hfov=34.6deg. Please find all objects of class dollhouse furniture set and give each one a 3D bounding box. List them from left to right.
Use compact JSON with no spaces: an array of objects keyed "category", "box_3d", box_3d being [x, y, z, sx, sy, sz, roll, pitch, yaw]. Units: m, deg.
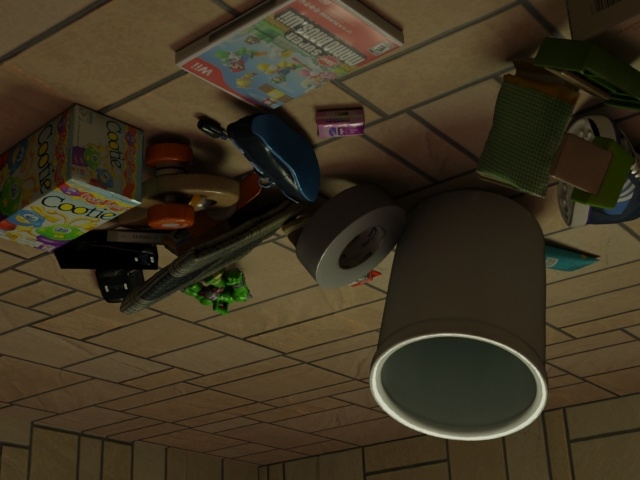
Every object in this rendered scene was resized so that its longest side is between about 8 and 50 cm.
[{"category":"dollhouse furniture set","box_3d":[0.300,-0.176,1.478,0.151,0.198,0.301,19,-176,-31]}]

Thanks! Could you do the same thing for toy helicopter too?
[{"category":"toy helicopter","box_3d":[-0.268,-0.072,1.938,0.235,0.140,0.355,3,169,-35]}]

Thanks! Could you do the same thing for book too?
[{"category":"book","box_3d":[-0.350,-0.008,2.084,0.144,0.035,0.096,3,180,-25]}]

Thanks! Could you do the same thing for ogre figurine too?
[{"category":"ogre figurine","box_3d":[-0.244,0.109,2.358,0.197,0.097,0.118,-23,140,17]}]

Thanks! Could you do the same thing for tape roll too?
[{"category":"tape roll","box_3d":[0.060,-0.008,2.002,0.219,0.072,0.219,-31,151,-19]}]

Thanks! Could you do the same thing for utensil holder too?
[{"category":"utensil holder","box_3d":[0.278,0.136,2.000,0.327,0.385,0.328,6,137,6]}]

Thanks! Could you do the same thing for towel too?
[{"category":"towel","box_3d":[-0.212,0.022,2.039,0.324,0.056,0.312,-27,175,-42]}]

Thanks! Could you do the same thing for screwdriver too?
[{"category":"screwdriver","box_3d":[-0.155,-0.173,1.793,0.024,0.025,0.170,-17,152,30]}]

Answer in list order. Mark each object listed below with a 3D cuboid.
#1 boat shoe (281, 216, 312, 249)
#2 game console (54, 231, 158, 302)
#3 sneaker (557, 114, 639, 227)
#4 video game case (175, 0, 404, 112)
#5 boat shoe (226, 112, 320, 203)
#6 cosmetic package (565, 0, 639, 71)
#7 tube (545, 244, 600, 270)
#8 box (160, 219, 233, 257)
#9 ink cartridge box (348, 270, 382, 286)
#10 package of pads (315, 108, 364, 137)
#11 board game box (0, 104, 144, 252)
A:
[{"category":"boat shoe","box_3d":[0.001,0.000,2.100,0.080,0.073,0.223,-24,165,27]},{"category":"game console","box_3d":[-0.467,0.066,2.300,0.213,0.044,0.361,1,156,-5]},{"category":"sneaker","box_3d":[0.566,-0.138,1.847,0.236,0.130,0.323,-12,152,-3]},{"category":"video game case","box_3d":[-0.048,-0.286,1.539,0.285,0.025,0.204,-20,151,36]},{"category":"boat shoe","box_3d":[-0.077,-0.151,1.774,0.089,0.109,0.258,1,152,24]},{"category":"cosmetic package","box_3d":[0.500,-0.295,1.467,0.309,0.113,0.160,20,149,-40]},{"category":"tube","box_3d":[0.550,0.045,2.352,0.207,0.052,0.080,12,158,-42]},{"category":"box","box_3d":[-0.240,-0.017,2.034,0.136,0.028,0.081,-32,-152,-19]},{"category":"ink cartridge box","box_3d":[0.087,0.085,2.414,0.063,0.029,0.115,-22,150,38]},{"category":"package of pads","box_3d":[0.034,-0.198,1.744,0.083,0.032,0.050,-3,160,2]},{"category":"board game box","box_3d":[-0.446,-0.101,1.780,0.275,0.144,0.142,-23,149,39]}]
